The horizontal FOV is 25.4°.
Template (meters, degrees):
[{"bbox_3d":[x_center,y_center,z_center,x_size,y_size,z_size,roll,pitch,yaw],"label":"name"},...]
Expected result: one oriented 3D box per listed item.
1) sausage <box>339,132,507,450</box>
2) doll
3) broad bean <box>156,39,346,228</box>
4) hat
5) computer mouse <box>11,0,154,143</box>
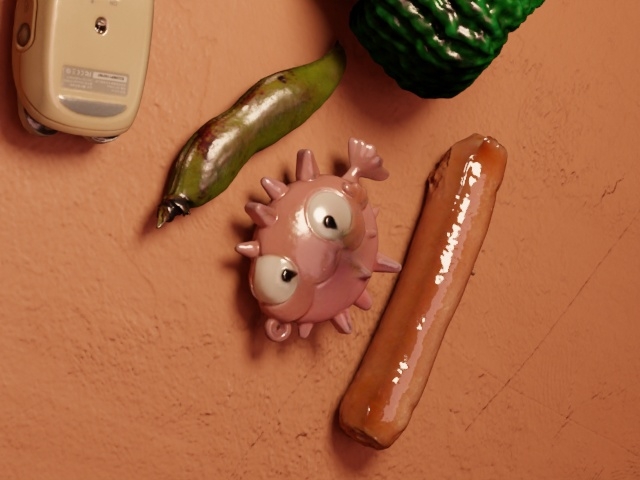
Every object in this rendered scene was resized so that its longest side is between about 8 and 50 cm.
[{"bbox_3d":[0.132,0.060,1.773,0.094,0.094,0.419,34,74,-49],"label":"sausage"},{"bbox_3d":[0.000,0.000,1.665,0.211,0.093,0.262,41,73,-25],"label":"doll"},{"bbox_3d":[-0.079,-0.129,1.613,0.339,0.061,0.077,-42,125,-25],"label":"broad bean"},{"bbox_3d":[0.095,-0.338,1.635,0.332,0.274,0.242,39,72,-5],"label":"hat"},{"bbox_3d":[-0.245,-0.219,1.467,0.145,0.082,0.236,2,95,-38],"label":"computer mouse"}]
